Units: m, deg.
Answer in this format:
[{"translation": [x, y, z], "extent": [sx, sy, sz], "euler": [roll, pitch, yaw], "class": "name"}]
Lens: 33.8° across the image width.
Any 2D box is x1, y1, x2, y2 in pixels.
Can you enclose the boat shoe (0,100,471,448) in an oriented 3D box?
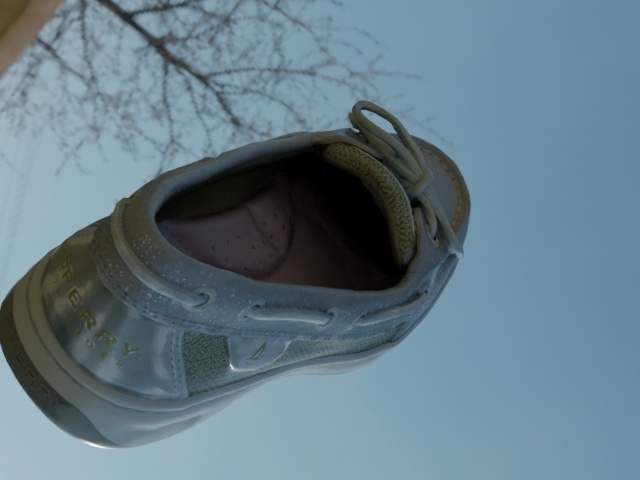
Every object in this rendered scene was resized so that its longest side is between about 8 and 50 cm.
[{"translation": [-0.002, -0.002, 0.503], "extent": [0.103, 0.320, 0.118], "euler": [-43, -105, 34], "class": "boat shoe"}]
